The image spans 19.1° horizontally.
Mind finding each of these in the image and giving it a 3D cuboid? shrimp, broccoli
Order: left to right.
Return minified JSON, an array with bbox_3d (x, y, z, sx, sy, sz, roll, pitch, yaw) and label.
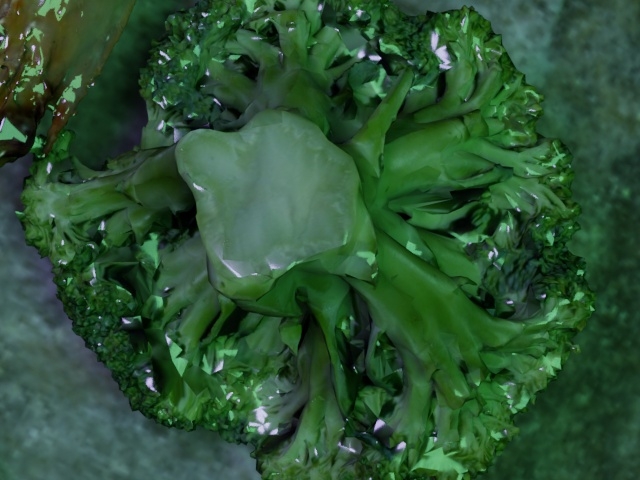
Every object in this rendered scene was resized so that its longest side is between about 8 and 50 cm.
[{"bbox_3d":[-0.146,-0.139,0.895,0.145,0.061,0.267,14,77,-12],"label":"shrimp"},{"bbox_3d":[0.000,0.000,0.914,0.261,0.241,0.269,-24,75,1],"label":"broccoli"}]
